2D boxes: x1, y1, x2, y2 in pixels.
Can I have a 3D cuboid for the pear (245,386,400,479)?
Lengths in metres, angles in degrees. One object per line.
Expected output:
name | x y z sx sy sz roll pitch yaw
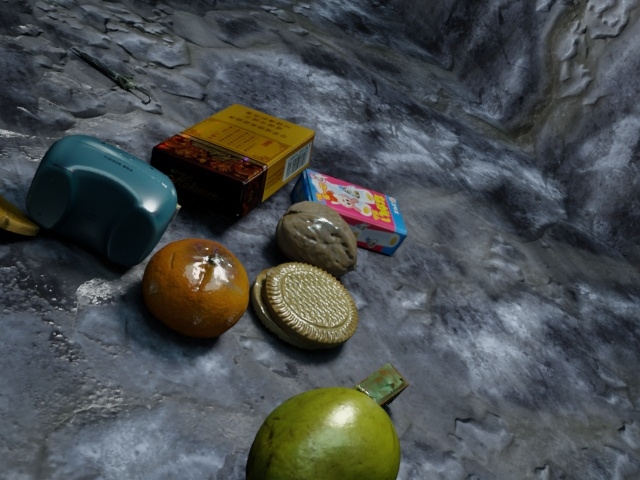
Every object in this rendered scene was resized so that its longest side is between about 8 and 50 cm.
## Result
pear | 0.003 0.396 1.442 0.307 0.253 0.253 -23 62 -38

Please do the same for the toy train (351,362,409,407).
toy train | 0.113 0.331 1.737 0.072 0.099 0.188 45 36 18

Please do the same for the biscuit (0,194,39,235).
biscuit | -0.670 -0.075 1.603 0.239 0.041 0.212 38 2 -25

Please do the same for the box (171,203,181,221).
box | -0.419 -0.125 1.917 0.207 0.050 0.041 41 36 12

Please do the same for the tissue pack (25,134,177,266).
tissue pack | -0.454 -0.094 1.713 0.288 0.198 0.206 27 30 -8

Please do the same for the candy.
candy | 0.079 -0.076 2.227 0.306 0.100 0.157 15 36 -24

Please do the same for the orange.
orange | -0.256 0.094 1.667 0.224 0.170 0.224 23 33 -16

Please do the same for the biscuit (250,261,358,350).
biscuit | -0.035 0.149 1.863 0.259 0.079 0.259 22 37 -17

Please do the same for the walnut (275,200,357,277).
walnut | -0.001 0.001 2.010 0.230 0.178 0.178 40 32 -12

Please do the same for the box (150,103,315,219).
box | -0.219 -0.213 2.073 0.264 0.115 0.415 22 32 14

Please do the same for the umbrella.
umbrella | -0.571 -0.466 2.235 0.269 0.044 0.044 37 3 4
